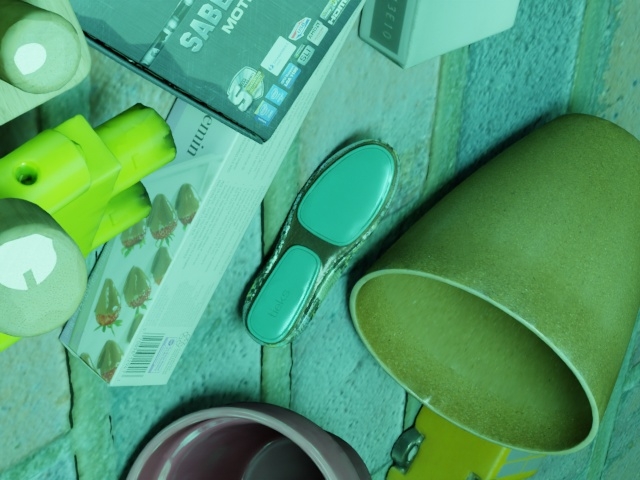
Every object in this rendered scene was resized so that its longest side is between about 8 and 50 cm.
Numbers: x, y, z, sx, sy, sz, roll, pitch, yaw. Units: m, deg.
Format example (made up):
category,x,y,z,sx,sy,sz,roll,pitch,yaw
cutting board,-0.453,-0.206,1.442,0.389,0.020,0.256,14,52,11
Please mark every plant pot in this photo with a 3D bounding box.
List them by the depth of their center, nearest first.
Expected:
category,x,y,z,sx,sy,sz,roll,pitch,yaw
plant pot,-0.041,0.229,1.331,0.201,0.201,0.180,-59,164,10
plant pot,0.190,0.017,1.404,0.254,0.237,0.237,-54,152,-28

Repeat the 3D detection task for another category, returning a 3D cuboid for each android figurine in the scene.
category,x,y,z,sx,sy,sz,roll,pitch,yaw
android figurine,-0.208,0.020,0.950,0.273,0.056,0.248,-36,171,-30

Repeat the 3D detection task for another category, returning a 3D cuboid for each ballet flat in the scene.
category,x,y,z,sx,sy,sz,roll,pitch,yaw
ballet flat,0.000,0.000,1.275,0.188,0.070,0.070,-53,149,5

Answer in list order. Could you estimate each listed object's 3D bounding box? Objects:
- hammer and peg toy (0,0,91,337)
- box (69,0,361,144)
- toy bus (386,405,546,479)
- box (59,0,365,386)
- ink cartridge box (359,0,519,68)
category,x,y,z,sx,sy,sz,roll,pitch,yaw
hammer and peg toy,-0.236,-0.075,0.674,0.266,0.127,0.361,-30,117,-19
box,-0.046,-0.197,0.952,0.183,0.059,0.232,30,96,-36
toy bus,0.195,0.137,1.610,0.130,0.108,0.332,-2,122,-54
box,-0.078,-0.047,1.110,0.067,0.063,0.324,4,118,-55
ink cartridge box,0.147,-0.283,1.174,0.239,0.060,0.275,-24,139,-36
